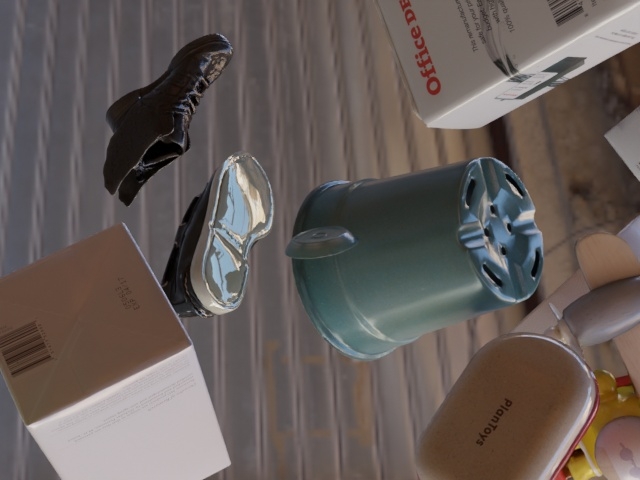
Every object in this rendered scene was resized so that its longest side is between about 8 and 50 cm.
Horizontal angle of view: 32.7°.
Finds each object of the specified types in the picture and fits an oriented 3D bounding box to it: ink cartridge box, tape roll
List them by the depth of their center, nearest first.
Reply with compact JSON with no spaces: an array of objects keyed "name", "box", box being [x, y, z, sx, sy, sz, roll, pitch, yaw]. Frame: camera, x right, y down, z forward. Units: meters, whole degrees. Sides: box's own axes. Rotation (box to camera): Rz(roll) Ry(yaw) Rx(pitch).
[{"name":"ink cartridge box","box":[0.152,-0.194,0.817,0.208,0.087,0.153,-27,-105,37]},{"name":"tape roll","box":[0.401,0.114,1.787,0.072,0.392,0.392,47,-18,11]}]

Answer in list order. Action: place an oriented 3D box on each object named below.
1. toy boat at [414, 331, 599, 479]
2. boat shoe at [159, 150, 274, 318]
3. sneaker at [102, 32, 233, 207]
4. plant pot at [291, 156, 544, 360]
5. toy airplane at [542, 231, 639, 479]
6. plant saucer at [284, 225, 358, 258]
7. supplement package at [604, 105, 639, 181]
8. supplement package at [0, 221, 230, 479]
[{"name":"toy boat","box":[0.222,0.222,1.243,0.231,0.151,0.151,-54,147,-10]},{"name":"boat shoe","box":[-0.153,-0.004,1.549,0.127,0.113,0.340,49,30,-30]},{"name":"sneaker","box":[-0.139,-0.114,1.023,0.089,0.170,0.051,57,5,33]},{"name":"plant pot","box":[0.184,0.015,1.908,0.334,0.341,0.341,-18,-113,40]},{"name":"toy airplane","box":[0.435,0.226,1.362,0.272,0.386,0.384,-26,137,-59]},{"name":"plant saucer","box":[0.000,0.000,1.729,0.119,0.119,0.021,-116,-165,-74]},{"name":"supplement package","box":[0.665,-0.216,1.958,0.149,0.194,0.203,54,-42,8]},{"name":"supplement package","box":[-0.227,0.157,1.174,0.177,0.175,0.293,55,-16,32]}]
